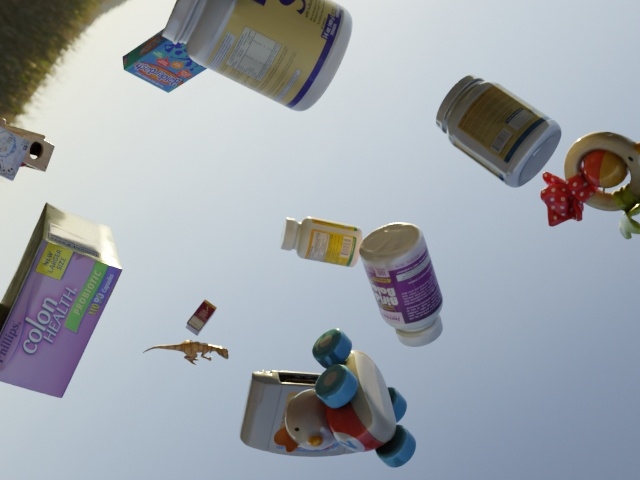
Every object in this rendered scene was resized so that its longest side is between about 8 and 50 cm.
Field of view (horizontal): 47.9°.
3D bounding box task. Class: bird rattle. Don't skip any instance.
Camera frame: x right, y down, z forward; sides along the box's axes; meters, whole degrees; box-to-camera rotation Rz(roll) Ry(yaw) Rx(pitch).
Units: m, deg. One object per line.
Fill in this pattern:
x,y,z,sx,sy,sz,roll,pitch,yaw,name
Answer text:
0.554,-0.119,1.414,0.143,0.207,0.253,-28,-144,-31,bird rattle

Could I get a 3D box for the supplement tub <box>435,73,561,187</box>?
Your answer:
0.330,-0.208,1.351,0.199,0.144,0.144,42,-86,24,supplement tub

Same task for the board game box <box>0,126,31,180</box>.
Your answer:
-0.640,-0.178,1.440,0.020,0.090,0.090,-4,-117,51,board game box

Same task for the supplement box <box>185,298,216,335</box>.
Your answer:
-0.322,0.208,1.944,0.083,0.043,0.055,-54,180,-25,supplement box

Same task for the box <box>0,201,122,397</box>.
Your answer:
-0.409,0.081,1.105,0.213,0.117,0.243,-64,-156,5,box

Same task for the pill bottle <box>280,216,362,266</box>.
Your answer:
0.000,0.000,1.956,0.117,0.208,0.118,-170,-90,-81,pill bottle

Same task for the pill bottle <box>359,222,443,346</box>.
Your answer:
0.217,0.120,1.843,0.169,0.301,0.169,-17,-153,9,pill bottle

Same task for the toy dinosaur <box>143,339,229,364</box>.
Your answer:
-0.336,0.268,1.801,0.112,0.211,0.064,123,-32,-64,toy dinosaur

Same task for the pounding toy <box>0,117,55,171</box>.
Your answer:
-0.819,-0.254,1.934,0.181,0.206,0.094,15,-98,20,pounding toy

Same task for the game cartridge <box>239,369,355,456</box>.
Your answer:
-0.019,0.381,1.566,0.062,0.297,0.198,-115,-146,-65,game cartridge

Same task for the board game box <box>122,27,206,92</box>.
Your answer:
-0.377,-0.471,1.851,0.210,0.160,0.047,-23,-114,29,board game box

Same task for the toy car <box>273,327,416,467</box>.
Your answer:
0.013,0.331,1.332,0.238,0.219,0.210,-36,-156,14,toy car

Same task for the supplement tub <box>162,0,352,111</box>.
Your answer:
-0.128,-0.434,1.469,0.241,0.331,0.241,-53,-156,35,supplement tub
